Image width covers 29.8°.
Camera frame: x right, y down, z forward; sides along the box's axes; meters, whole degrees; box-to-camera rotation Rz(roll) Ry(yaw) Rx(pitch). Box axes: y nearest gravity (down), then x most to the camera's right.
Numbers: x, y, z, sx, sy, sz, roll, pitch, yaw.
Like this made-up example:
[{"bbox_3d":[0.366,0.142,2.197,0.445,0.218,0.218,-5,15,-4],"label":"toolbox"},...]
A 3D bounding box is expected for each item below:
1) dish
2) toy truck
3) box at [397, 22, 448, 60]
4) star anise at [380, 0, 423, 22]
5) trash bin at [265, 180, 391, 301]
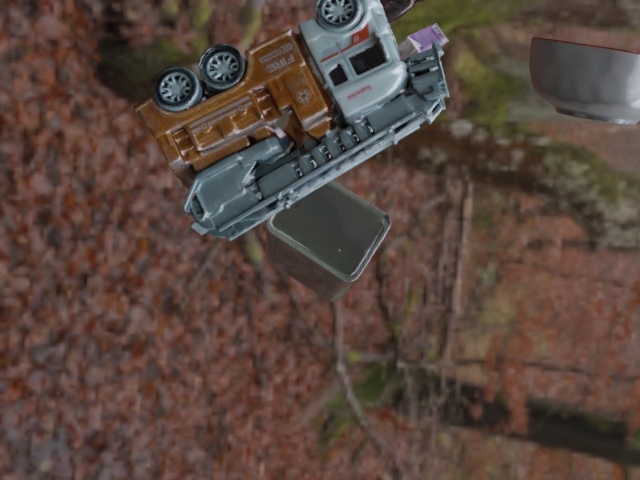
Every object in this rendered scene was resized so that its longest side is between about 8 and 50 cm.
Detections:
[{"bbox_3d":[0.457,-0.255,1.953,0.256,0.256,0.117,-49,149,-79],"label":"dish"},{"bbox_3d":[-0.018,-0.145,1.356,0.184,0.338,0.133,64,1,19],"label":"toy truck"},{"bbox_3d":[0.150,-0.297,1.852,0.036,0.050,0.117,52,36,1],"label":"box"},{"bbox_3d":[0.148,-0.426,1.751,0.212,0.129,0.283,-55,173,-23],"label":"star anise"},{"bbox_3d":[0.000,0.000,1.897,0.122,0.164,0.240,-57,178,-14],"label":"trash bin"}]
